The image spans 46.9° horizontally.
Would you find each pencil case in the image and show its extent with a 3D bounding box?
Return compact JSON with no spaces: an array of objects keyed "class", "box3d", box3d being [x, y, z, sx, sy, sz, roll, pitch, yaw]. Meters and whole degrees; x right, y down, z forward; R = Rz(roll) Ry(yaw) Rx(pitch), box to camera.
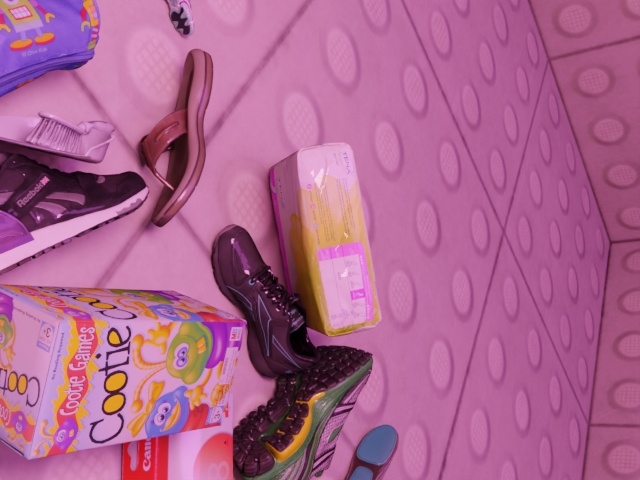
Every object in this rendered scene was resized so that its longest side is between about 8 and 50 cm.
[{"class":"pencil case","box3d":[-0.366,-0.200,0.775,0.133,0.119,0.306,46,40,-1]}]

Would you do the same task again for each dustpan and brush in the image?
[{"class":"dustpan and brush","box3d":[-0.300,-0.129,0.892,0.211,0.147,0.060,11,92,-83]}]

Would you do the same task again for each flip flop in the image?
[{"class":"flip flop","box3d":[-0.209,-0.149,1.035,0.080,0.112,0.277,15,71,-27]}]

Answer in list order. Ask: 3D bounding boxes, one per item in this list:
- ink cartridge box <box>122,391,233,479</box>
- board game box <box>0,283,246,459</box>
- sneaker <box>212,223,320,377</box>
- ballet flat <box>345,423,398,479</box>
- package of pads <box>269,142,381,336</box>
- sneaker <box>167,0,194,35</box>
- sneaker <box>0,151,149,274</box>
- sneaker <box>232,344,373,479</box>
[{"class":"ink cartridge box","box3d":[-0.190,0.281,1.014,0.179,0.045,0.145,17,69,-57]},{"class":"board game box","box3d":[-0.239,0.138,0.847,0.275,0.144,0.142,8,97,-56]},{"class":"sneaker","box3d":[-0.079,0.093,1.166,0.101,0.106,0.267,-43,117,-49]},{"class":"ballet flat","box3d":[0.087,0.439,1.394,0.213,0.072,0.068,-50,152,-48]},{"class":"package of pads","box3d":[0.000,0.000,1.195,0.101,0.229,0.296,-10,92,-16]},{"class":"sneaker","box3d":[-0.205,-0.368,1.130,0.069,0.038,0.098,-47,122,-49]},{"class":"sneaker","box3d":[-0.316,-0.055,0.845,0.283,0.107,0.124,-36,108,-53]},{"class":"sneaker","box3d":[-0.020,0.293,1.216,0.343,0.134,0.146,-42,127,-44]}]
